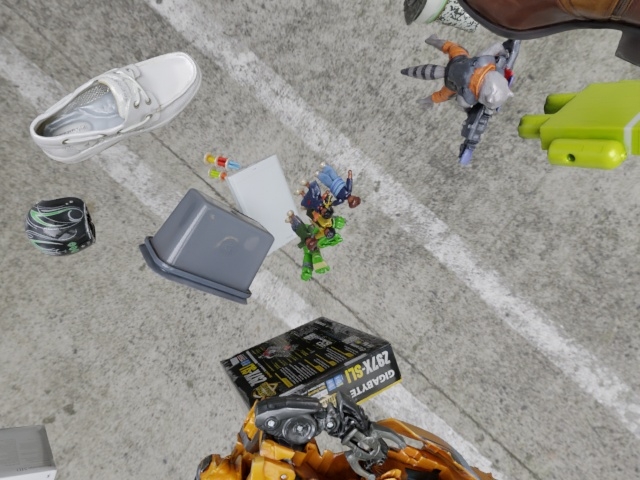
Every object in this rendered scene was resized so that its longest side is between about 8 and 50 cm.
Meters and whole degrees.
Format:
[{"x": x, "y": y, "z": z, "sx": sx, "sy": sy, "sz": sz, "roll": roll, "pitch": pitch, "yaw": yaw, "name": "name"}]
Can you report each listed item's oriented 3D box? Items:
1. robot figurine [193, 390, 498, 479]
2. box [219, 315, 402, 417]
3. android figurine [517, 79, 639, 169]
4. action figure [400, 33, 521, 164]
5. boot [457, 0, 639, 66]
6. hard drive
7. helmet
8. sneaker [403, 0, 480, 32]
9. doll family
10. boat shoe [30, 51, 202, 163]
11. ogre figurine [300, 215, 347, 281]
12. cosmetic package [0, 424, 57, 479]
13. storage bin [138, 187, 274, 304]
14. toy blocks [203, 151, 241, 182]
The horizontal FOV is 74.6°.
[{"x": 0.024, "y": 0.243, "z": 0.386, "sx": 0.291, "sy": 0.085, "sz": 0.211, "roll": 28, "pitch": 98, "yaw": -15, "name": "robot figurine"}, {"x": -0.038, "y": 0.248, "z": 0.808, "sx": 0.257, "sy": 0.322, "sz": 0.079, "roll": -22, "pitch": 97, "yaw": -22, "name": "box"}, {"x": 0.459, "y": -0.185, "z": 0.634, "sx": 0.248, "sy": 0.273, "sz": 0.056, "roll": -38, "pitch": 124, "yaw": -24, "name": "android figurine"}, {"x": 0.361, "y": -0.386, "z": 1.114, "sx": 0.178, "sy": 0.330, "sz": 0.341, "roll": 3, "pitch": 113, "yaw": -25, "name": "action figure"}, {"x": 0.207, "y": -0.268, "z": 0.300, "sx": 0.096, "sy": 0.280, "sz": 0.264, "roll": -44, "pitch": 60, "yaw": -2, "name": "boot"}, {"x": -0.187, "y": -0.122, "z": 1.480, "sx": 0.203, "sy": 0.040, "sz": 0.308, "roll": -33, "pitch": 116, "yaw": -29, "name": "hard drive"}, {"x": -0.731, "y": -0.037, "z": 1.176, "sx": 0.161, "sy": 0.169, "sz": 0.169, "roll": -11, "pitch": 94, "yaw": -20, "name": "helmet"}, {"x": 0.311, "y": -0.607, "z": 0.871, "sx": 0.182, "sy": 0.158, "sz": 0.410, "roll": 20, "pitch": 87, "yaw": -16, "name": "sneaker"}, {"x": 0.005, "y": -0.060, "z": 0.826, "sx": 0.076, "sy": 0.193, "sz": 0.111, "roll": -16, "pitch": 55, "yaw": -36, "name": "doll family"}, {"x": -0.302, "y": -0.213, "z": 0.645, "sx": 0.277, "sy": 0.096, "sz": 0.098, "roll": -39, "pitch": 97, "yaw": -15, "name": "boat shoe"}, {"x": 0.000, "y": 0.000, "z": 1.095, "sx": 0.096, "sy": 0.118, "sz": 0.197, "roll": 3, "pitch": 124, "yaw": -12, "name": "ogre figurine"}, {"x": -0.450, "y": 0.276, "z": 0.479, "sx": 0.239, "sy": 0.099, "sz": 0.060, "roll": 16, "pitch": 94, "yaw": -43, "name": "cosmetic package"}, {"x": -0.127, "y": 0.002, "z": 0.500, "sx": 0.135, "sy": 0.098, "sz": 0.091, "roll": 31, "pitch": 95, "yaw": -42, "name": "storage bin"}, {"x": -0.367, "y": -0.272, "z": 1.621, "sx": 0.148, "sy": 0.123, "sz": 0.054, "roll": 18, "pitch": 50, "yaw": 18, "name": "toy blocks"}]
